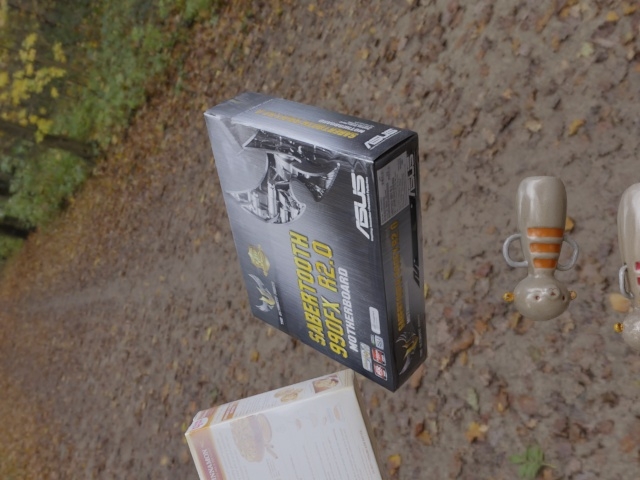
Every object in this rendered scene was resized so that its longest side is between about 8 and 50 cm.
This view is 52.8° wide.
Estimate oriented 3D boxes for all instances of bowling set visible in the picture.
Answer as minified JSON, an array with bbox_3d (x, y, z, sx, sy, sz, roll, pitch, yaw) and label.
[{"bbox_3d":[0.310,0.022,0.514,0.200,0.287,0.154,165,106,-81],"label":"bowling set"}]

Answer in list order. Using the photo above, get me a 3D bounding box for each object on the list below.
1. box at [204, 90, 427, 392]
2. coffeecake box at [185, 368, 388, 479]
[{"bbox_3d":[0.000,0.000,0.557,0.183,0.056,0.230,22,135,36],"label":"box"},{"bbox_3d":[-0.032,0.238,0.701,0.068,0.186,0.142,-68,-39,-83],"label":"coffeecake box"}]
